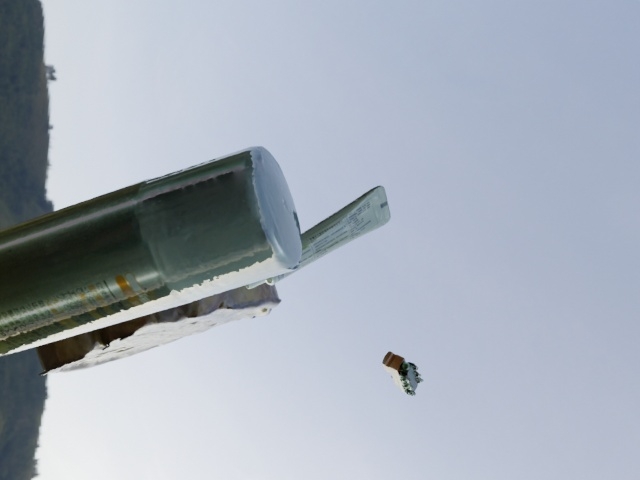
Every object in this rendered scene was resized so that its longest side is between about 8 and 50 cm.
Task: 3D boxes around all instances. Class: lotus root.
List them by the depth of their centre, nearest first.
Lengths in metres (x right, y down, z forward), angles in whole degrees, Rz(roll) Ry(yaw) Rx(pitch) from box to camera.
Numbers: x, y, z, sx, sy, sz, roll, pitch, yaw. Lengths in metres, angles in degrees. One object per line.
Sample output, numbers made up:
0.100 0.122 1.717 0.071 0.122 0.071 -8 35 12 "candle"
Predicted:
-0.253 0.119 0.920 0.390 0.375 0.111 -21 -104 14 "lotus root"

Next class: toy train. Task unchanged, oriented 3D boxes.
0.161 0.264 1.104 0.064 0.103 0.044 18 -122 33 "toy train"

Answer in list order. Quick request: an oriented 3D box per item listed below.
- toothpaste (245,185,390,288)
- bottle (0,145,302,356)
0.000 0.000 0.616 0.029 0.197 0.048 21 -45 54 "toothpaste"
-0.155 0.019 0.364 0.285 0.082 0.082 -16 -109 12 "bottle"
